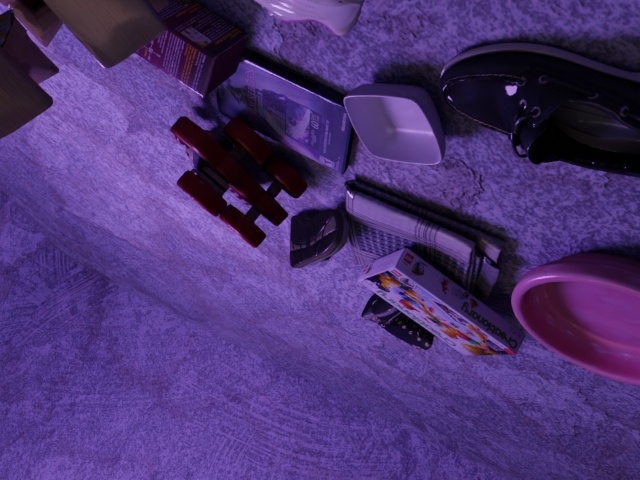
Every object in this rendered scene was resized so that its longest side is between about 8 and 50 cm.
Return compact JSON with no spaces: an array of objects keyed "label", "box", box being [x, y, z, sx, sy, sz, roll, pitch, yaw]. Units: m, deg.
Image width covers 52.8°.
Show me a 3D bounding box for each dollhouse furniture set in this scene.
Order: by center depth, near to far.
[{"label":"dollhouse furniture set","box":[-0.231,-0.366,0.601,0.394,0.362,0.256,-28,132,12]}]

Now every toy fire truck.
[{"label":"toy fire truck","box":[-0.192,-0.141,1.290,0.254,0.169,0.302,36,175,45]}]

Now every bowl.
[{"label":"bowl","box":[0.119,-0.180,0.966,0.141,0.053,0.142,13,150,37]}]

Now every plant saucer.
[{"label":"plant saucer","box":[0.492,0.127,1.077,0.332,0.084,0.332,26,155,13]}]

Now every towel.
[{"label":"towel","box":[0.196,0.031,1.286,0.324,0.056,0.312,23,155,18]}]

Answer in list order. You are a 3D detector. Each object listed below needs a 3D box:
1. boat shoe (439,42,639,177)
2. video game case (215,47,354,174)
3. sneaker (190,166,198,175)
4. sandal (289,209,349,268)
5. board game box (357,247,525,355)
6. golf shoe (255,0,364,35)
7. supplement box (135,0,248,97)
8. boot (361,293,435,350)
[{"label":"boat shoe","box":[0.285,-0.139,0.766,0.339,0.113,0.127,21,155,23]},{"label":"video game case","box":[-0.067,-0.232,1.129,0.274,0.026,0.196,27,156,9]},{"label":"sneaker","box":[-0.311,-0.143,1.580,0.040,0.044,0.109,36,155,-6]},{"label":"sandal","box":[0.000,0.001,1.397,0.086,0.120,0.302,4,176,-24]},{"label":"board game box","box":[0.242,0.135,1.328,0.305,0.053,0.193,35,160,-9]},{"label":"golf shoe","box":[-0.081,-0.342,0.824,0.306,0.115,0.140,24,159,21]},{"label":"supplement box","box":[-0.224,-0.323,1.010,0.188,0.104,0.081,33,135,2]},{"label":"boot","box":[0.209,0.189,1.549,0.178,0.085,0.236,32,163,-5]}]
